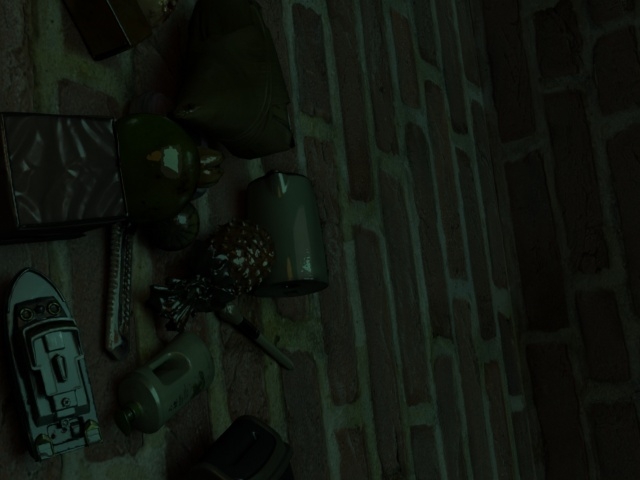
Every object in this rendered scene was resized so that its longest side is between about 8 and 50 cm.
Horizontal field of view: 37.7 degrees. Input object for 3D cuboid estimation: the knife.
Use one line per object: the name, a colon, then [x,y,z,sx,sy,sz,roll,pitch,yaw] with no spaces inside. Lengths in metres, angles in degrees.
knife: [-0.347,0.035,1.679,0.089,0.043,0.365,26,58,-54]

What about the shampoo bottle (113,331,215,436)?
shampoo bottle: [-0.284,0.261,1.659,0.234,0.087,0.118,-38,117,-57]

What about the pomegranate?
pomegranate: [-0.272,-0.114,1.634,0.241,0.159,0.189,34,69,-40]

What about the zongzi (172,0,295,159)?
zongzi: [-0.215,-0.395,1.845,0.418,0.181,0.447,8,65,-68]

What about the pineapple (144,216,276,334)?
pineapple: [-0.212,0.060,1.809,0.310,0.141,0.170,-37,142,-50]

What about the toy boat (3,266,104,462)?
toy boat: [-0.417,0.184,1.432,0.114,0.122,0.296,-11,87,-36]

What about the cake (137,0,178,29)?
cake: [-0.323,-0.528,1.846,0.086,0.117,0.220,33,53,-43]

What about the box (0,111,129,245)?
box: [-0.439,-0.094,1.462,0.252,0.153,0.188,-4,83,-58]

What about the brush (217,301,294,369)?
brush: [-0.133,0.209,1.993,0.299,0.039,0.042,50,43,-44]

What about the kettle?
kettle: [-0.079,-0.007,2.058,0.240,0.165,0.255,81,0,-75]

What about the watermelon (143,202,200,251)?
watermelon: [-0.280,-0.033,1.768,0.133,0.105,0.105,-142,-144,-81]

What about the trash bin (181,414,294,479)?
trash bin: [-0.138,0.493,1.742,0.209,0.182,0.290,-43,122,-57]

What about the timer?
timer: [-0.288,-0.182,1.816,0.208,0.069,0.190,30,47,-55]

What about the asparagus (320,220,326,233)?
asparagus: [0.000,0.000,2.304,0.015,0.014,0.114,24,58,-29]

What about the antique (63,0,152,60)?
antique: [-0.425,-0.485,1.681,0.310,0.093,0.087,65,33,-21]
